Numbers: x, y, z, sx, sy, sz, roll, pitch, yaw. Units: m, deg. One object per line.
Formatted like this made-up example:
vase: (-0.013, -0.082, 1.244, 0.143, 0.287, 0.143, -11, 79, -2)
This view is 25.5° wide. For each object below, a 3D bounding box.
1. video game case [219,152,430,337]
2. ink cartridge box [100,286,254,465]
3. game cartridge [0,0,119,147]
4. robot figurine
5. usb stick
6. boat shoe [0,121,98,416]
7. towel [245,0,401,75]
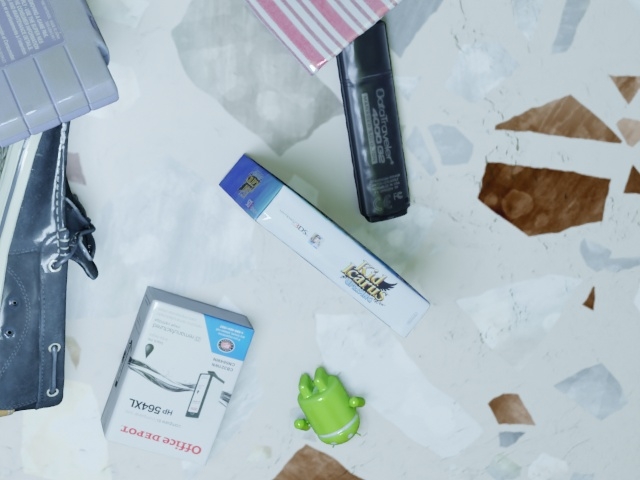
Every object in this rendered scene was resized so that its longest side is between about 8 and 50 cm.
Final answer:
video game case: (0.000, 0.000, 1.813, 0.244, 0.269, 0.061, 37, 91, -18)
ink cartridge box: (-0.193, 0.184, 1.906, 0.148, 0.086, 0.203, 17, 97, -16)
game cartridge: (-0.395, -0.267, 1.667, 0.230, 0.068, 0.355, -21, 64, -11)
robot figurine: (0.012, 0.235, 1.974, 0.101, 0.067, 0.115, -25, 108, 12)
usb stick: (0.070, -0.164, 1.911, 0.077, 0.045, 0.278, -14, 105, -17)
boat shoe: (-0.357, -0.008, 1.783, 0.156, 0.187, 0.500, 7, 103, -22)
towel: (0.016, -0.327, 1.849, 0.197, 0.029, 0.144, -40, 86, 1)
